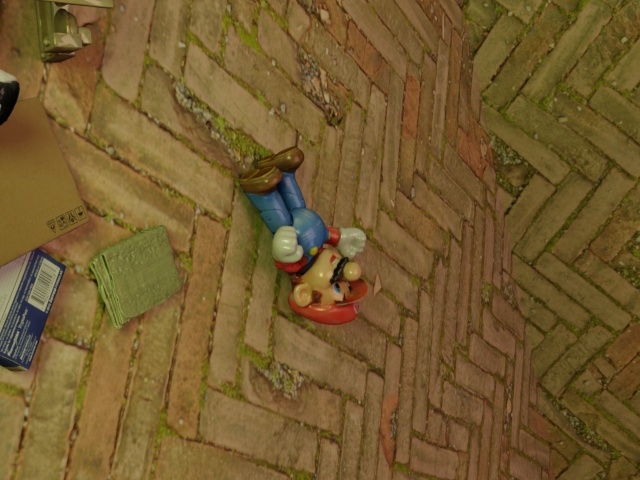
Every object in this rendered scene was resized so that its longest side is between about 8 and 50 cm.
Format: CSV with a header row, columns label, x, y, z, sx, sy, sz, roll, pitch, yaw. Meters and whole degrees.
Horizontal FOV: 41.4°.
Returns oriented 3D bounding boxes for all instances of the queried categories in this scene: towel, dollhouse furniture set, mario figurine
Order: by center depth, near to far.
label,x,y,z,sx,sy,sz,roll,pitch,yaw
dollhouse furniture set,-0.328,-0.287,0.959,0.123,0.151,0.144,-7,94,-41
towel,-0.248,0.045,1.158,0.148,0.027,0.110,-36,117,-54
mario figurine,0.000,0.000,1.442,0.198,0.170,0.320,-33,112,-18

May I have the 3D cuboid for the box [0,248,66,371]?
label,x,y,z,sx,sy,sz,roll,pitch,yaw
box,-0.383,0.037,0.915,0.225,0.036,0.136,47,48,-49

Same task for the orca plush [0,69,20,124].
label,x,y,z,sx,sy,sz,roll,pitch,yaw
orca plush,-0.412,-0.128,0.760,0.287,0.151,0.102,15,68,-57

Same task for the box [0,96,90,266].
label,x,y,z,sx,sy,sz,roll,pitch,yaw
box,-0.350,-0.066,0.947,0.164,0.021,0.201,70,25,-11
